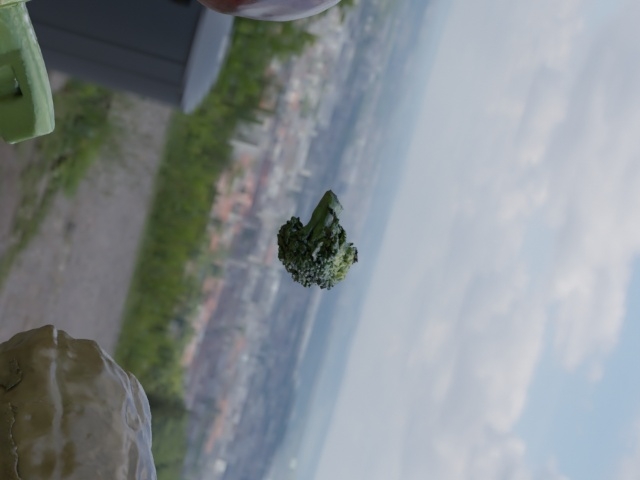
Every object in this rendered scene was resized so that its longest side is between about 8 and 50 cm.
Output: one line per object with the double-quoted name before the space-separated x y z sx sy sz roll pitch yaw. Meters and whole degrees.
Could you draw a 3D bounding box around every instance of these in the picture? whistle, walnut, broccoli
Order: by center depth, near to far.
"whistle" -0.261 -0.216 1.021 0.141 0.141 0.294 41 36 -89
"walnut" -0.217 0.189 1.116 0.198 0.198 0.245 104 -18 -52
"broccoli" 0.000 0.000 1.344 0.092 0.095 0.097 -60 145 -1

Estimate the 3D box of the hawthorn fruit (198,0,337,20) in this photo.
"hawthorn fruit" -0.023 -0.300 1.314 0.248 0.208 0.208 2 -109 48
